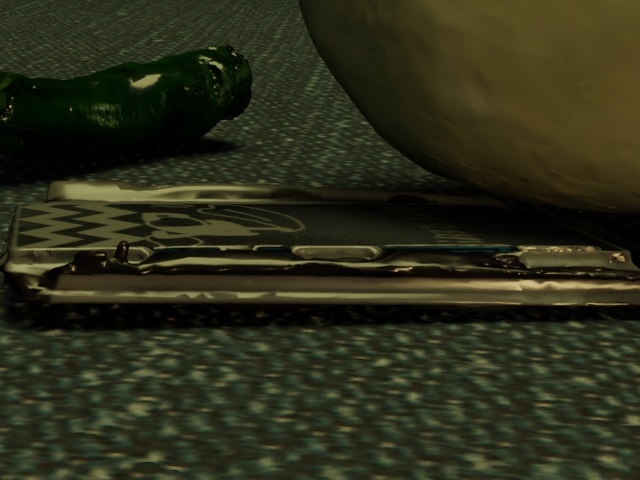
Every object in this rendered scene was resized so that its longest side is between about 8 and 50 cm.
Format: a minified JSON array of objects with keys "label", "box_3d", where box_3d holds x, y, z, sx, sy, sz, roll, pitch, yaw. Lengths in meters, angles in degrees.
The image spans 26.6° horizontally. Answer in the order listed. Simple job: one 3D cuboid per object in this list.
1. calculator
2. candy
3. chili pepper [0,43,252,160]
[{"label":"calculator","box_3d":[0.000,0.001,0.598,0.274,0.028,0.166,1,11,-10]},{"label":"candy","box_3d":[0.120,-0.107,0.661,0.295,0.185,0.295,20,17,-6]},{"label":"chili pepper","box_3d":[-0.140,-0.078,0.813,0.098,0.061,0.224,-3,10,45]}]
